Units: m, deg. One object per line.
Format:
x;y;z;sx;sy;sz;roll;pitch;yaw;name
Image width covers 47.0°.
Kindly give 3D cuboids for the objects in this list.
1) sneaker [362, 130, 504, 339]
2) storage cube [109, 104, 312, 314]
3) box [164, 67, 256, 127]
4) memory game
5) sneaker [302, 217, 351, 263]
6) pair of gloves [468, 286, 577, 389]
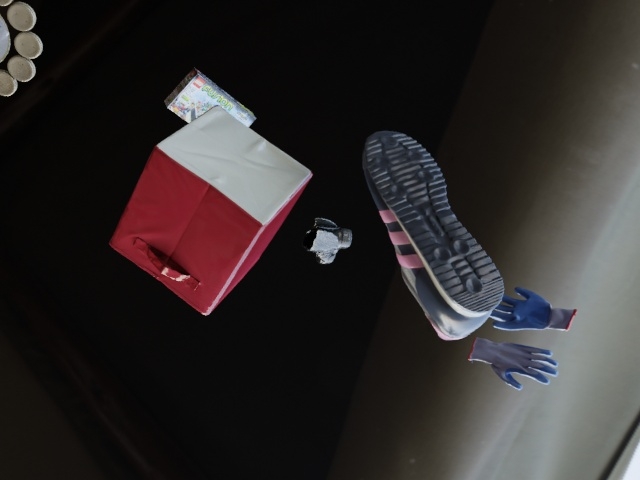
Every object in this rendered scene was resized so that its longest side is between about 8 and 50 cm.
0.130;-0.006;1.017;0.131;0.112;0.319;107;-32;-53;sneaker
-0.156;-0.050;1.071;0.183;0.215;0.193;36;-54;1;storage cube
-0.271;-0.323;1.820;0.114;0.207;0.036;-45;-136;13;box
-0.463;-0.281;0.983;0.186;0.186;0.012;-41;-160;28;memory game
0.000;0.003;1.445;0.170;0.089;0.051;140;-50;-59;sneaker
0.350;0.167;1.284;0.159;0.023;0.198;11;-125;32;pair of gloves
